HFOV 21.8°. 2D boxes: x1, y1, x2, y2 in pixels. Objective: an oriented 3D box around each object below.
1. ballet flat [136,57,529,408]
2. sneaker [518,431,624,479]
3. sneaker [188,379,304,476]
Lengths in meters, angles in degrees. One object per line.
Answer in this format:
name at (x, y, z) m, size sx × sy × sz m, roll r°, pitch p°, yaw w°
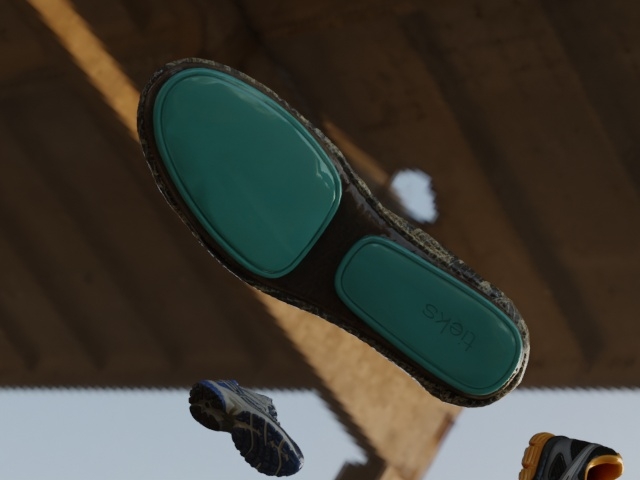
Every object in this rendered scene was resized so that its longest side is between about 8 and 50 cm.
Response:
ballet flat at (0.000, 0.000, 1.680) m, size 0.482 × 0.164 × 0.182 m, roll 38°, pitch -5°, yaw -13°
sneaker at (0.207, 0.260, 1.446) m, size 0.083 × 0.215 × 0.084 m, roll -2°, pitch -37°, yaw 28°
sneaker at (-0.057, 0.165, 1.528) m, size 0.135 × 0.058 × 0.052 m, roll 36°, pitch -58°, yaw 31°
